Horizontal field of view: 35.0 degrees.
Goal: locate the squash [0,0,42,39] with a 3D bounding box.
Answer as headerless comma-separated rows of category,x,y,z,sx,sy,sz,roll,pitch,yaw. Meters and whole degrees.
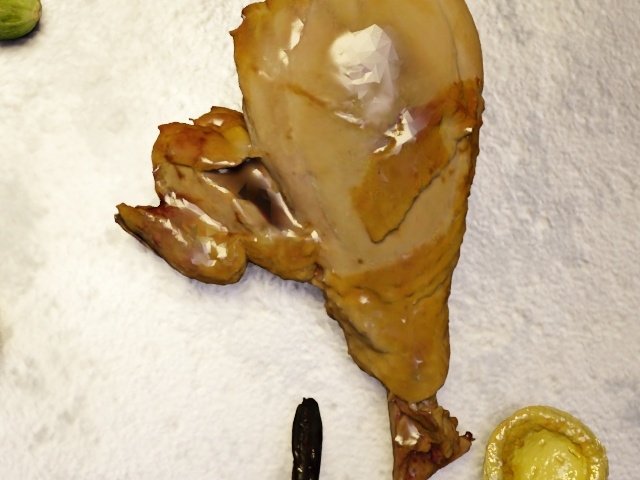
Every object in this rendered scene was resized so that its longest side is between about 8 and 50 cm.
squash,-0.327,-0.205,0.776,0.228,0.066,0.066,13,82,-4

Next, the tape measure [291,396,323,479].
tape measure,-0.019,0.304,0.724,0.097,0.215,0.351,0,39,-6

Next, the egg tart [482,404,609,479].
egg tart,0.176,0.180,0.806,0.105,0.039,0.105,1,83,-7

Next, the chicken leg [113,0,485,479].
chicken leg,0.000,0.000,0.767,0.295,0.182,0.410,-13,101,0
